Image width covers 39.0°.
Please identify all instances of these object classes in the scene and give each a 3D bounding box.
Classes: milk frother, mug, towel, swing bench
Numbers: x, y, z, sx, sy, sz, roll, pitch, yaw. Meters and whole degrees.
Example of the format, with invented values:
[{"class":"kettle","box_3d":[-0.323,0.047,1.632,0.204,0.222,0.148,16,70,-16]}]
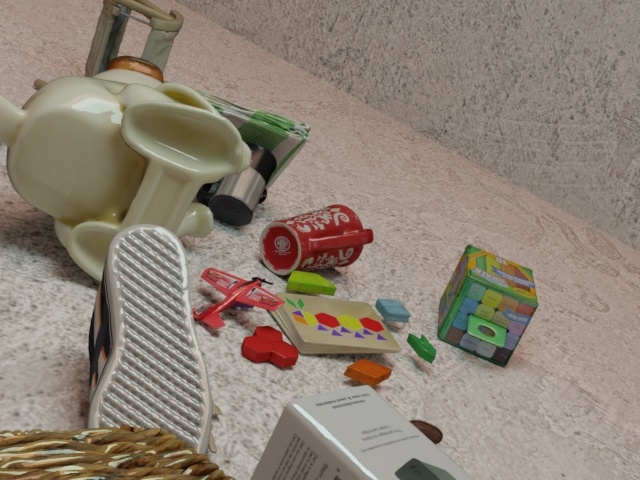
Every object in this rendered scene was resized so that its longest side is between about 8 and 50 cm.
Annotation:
[{"class":"milk frother","box_3d":[-0.143,-0.081,1.653,0.129,0.143,0.134,-6,46,33]},{"class":"mug","box_3d":[-0.006,-0.007,1.546,0.169,0.150,0.113,-12,70,-51]},{"class":"towel","box_3d":[-0.212,-0.185,1.671,0.325,0.248,0.038,16,58,-20]},{"class":"swing bench","box_3d":[-0.412,-0.374,1.843,0.255,0.253,0.165,31,21,19]}]

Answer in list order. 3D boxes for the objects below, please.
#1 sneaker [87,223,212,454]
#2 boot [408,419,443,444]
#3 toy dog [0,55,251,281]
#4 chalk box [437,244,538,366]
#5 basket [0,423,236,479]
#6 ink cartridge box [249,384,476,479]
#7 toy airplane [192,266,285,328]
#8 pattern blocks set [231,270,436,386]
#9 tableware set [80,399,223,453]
[{"class":"sneaker","box_3d":[-0.184,0.148,0.960,0.126,0.127,0.321,6,55,-16]},{"class":"boot","box_3d":[0.107,0.266,1.132,0.106,0.037,0.114,9,18,-2]},{"class":"toy dog","box_3d":[-0.308,-0.129,1.366,0.395,0.284,0.408,16,16,-9]},{"class":"chalk box","box_3d":[0.288,0.117,1.563,0.132,0.132,0.213,23,20,0]},{"class":"basket","box_3d":[-0.190,0.244,0.521,0.299,0.223,0.213,9,5,-38]},{"class":"ink cartridge box","box_3d":[0.061,0.296,0.762,0.289,0.211,0.121,39,24,33]},{"class":"toy airplane","box_3d":[-0.127,0.085,1.286,0.151,0.028,0.151,3,27,-1]},{"class":"pattern blocks set","box_3d":[0.017,0.130,1.373,0.325,0.026,0.285,12,24,-20]},{"class":"tableware set","box_3d":[-0.188,0.189,1.024,0.169,0.020,0.141,17,22,-19]}]
